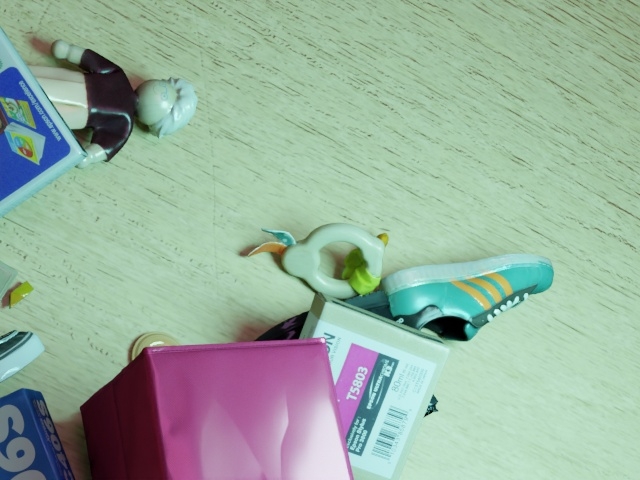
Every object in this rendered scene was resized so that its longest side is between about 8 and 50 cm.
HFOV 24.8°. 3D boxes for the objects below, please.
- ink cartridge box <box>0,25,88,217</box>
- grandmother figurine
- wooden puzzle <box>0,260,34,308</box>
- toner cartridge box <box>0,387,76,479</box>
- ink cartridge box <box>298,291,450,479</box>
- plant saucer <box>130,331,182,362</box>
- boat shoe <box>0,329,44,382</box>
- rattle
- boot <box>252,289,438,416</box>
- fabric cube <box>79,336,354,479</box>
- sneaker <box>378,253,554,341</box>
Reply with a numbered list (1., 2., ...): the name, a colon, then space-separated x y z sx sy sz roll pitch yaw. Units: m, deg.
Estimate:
1. ink cartridge box: -0.519 -0.149 1.934 0.307 0.072 0.303 -34 85 0
2. grandmother figurine: -0.340 -0.199 2.083 0.342 0.104 0.208 0 75 -27
3. wooden puzzle: -0.449 0.052 1.949 0.116 0.014 0.078 40 49 -7
4. toner cartridge box: -0.359 0.369 1.753 0.165 0.075 0.348 -25 77 3
5. ink cartridge box: 0.046 0.216 2.015 0.193 0.088 0.235 20 94 -10
6. plant saucer: -0.223 0.165 2.019 0.083 0.013 0.083 12 61 -23
7. boat shoe: -0.493 0.163 1.807 0.306 0.113 0.105 -25 95 -27
8. rattle: 0.000 0.000 2.196 0.199 0.130 0.143 9 47 4
9. boot: 0.041 0.195 2.103 0.246 0.094 0.207 -14 73 -36
10. fabric cube: -0.126 0.284 1.806 0.254 0.259 0.258 0 68 -28
11. sneaker: 0.238 0.098 2.262 0.302 0.108 0.121 -7 71 -23
